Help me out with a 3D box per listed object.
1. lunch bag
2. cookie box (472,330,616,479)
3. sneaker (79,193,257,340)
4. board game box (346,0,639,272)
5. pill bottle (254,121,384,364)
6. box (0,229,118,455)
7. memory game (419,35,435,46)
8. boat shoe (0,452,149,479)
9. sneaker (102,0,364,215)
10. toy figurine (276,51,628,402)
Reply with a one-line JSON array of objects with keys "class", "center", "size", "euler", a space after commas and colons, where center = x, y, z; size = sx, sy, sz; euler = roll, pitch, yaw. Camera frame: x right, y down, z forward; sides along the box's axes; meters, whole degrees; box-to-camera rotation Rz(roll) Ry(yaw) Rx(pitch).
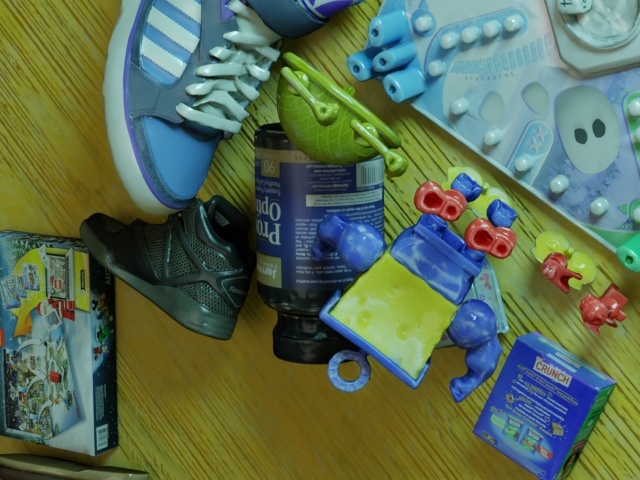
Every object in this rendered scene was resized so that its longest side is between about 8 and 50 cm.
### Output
[{"class": "lunch bag", "center": [0.125, 0.054, 1.426], "size": [0.071, 0.053, 0.083], "euler": [-17, 80, 33]}, {"class": "cookie box", "center": [0.202, 0.151, 1.399], "size": [0.092, 0.040, 0.107], "euler": [33, 115, 24]}, {"class": "sneaker", "center": [-0.148, 0.000, 1.581], "size": [0.227, 0.087, 0.130], "euler": [30, 94, 40]}, {"class": "board game box", "center": [0.231, -0.198, 1.273], "size": [0.390, 0.050, 0.390], "euler": [38, 126, 22]}, {"class": "pill bottle", "center": [0.000, 0.000, 1.455], "size": [0.123, 0.123, 0.219], "euler": [5, 101, 32]}, {"class": "box", "center": [-0.301, 0.111, 1.718], "size": [0.159, 0.044, 0.233], "euler": [7, 102, 32]}, {"class": "memory game", "center": [0.127, -0.258, 1.393], "size": [0.186, 0.012, 0.186], "euler": [6, 101, 32]}, {"class": "boat shoe", "center": [-0.282, 0.279, 1.714], "size": [0.207, 0.073, 0.073], "euler": [5, 90, 32]}, {"class": "sneaker", "center": [-0.068, -0.187, 1.434], "size": [0.236, 0.130, 0.322], "euler": [-2, 79, 33]}, {"class": "toy figurine", "center": [0.053, 0.032, 1.309], "size": [0.362, 0.191, 0.217], "euler": [36, 104, -2]}]
